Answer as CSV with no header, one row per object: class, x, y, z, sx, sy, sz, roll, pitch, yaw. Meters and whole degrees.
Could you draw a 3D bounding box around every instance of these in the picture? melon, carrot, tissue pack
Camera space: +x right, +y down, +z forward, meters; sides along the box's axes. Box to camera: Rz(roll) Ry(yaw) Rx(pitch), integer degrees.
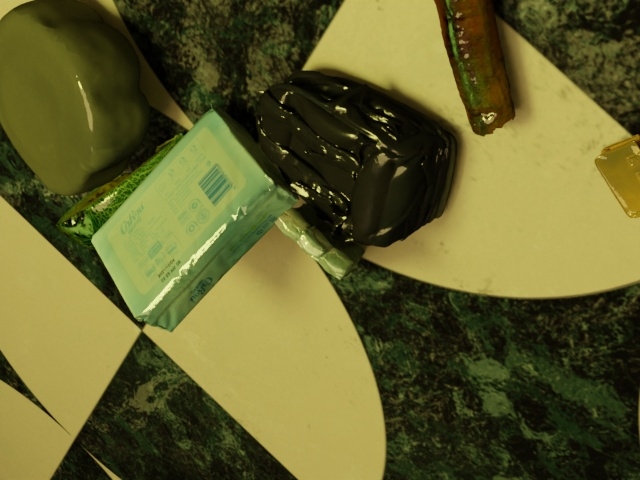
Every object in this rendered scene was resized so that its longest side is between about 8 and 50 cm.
melon,-0.277,-0.035,1.754,0.265,0.169,0.129,-21,108,49
carrot,0.162,-0.235,1.283,0.070,0.070,0.260,7,127,38
tissue pack,-0.171,-0.028,1.594,0.263,0.089,0.177,-47,54,14

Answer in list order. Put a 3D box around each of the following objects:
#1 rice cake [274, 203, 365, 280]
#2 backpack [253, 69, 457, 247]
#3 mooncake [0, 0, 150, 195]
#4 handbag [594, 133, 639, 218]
rice cake,0.000,0.000,1.535,0.124,0.211,0.038,41,96,7
backpack,0.027,-0.108,1.470,0.258,0.133,0.206,34,136,25
mooncake,-0.351,-0.206,1.674,0.275,0.135,0.275,23,124,39
handbag,0.342,-0.069,1.291,0.061,0.027,0.083,-23,105,49
